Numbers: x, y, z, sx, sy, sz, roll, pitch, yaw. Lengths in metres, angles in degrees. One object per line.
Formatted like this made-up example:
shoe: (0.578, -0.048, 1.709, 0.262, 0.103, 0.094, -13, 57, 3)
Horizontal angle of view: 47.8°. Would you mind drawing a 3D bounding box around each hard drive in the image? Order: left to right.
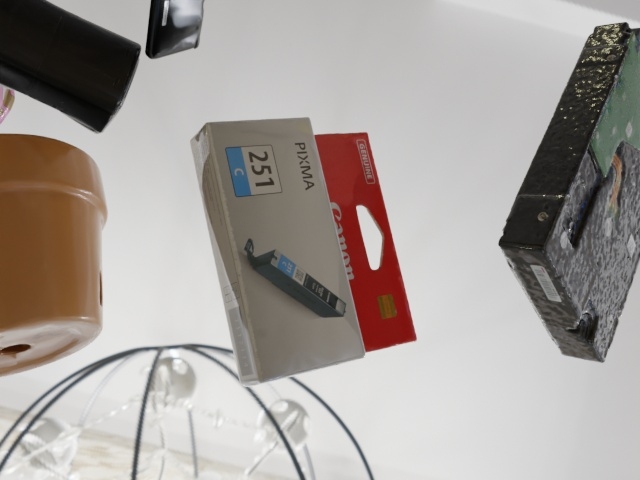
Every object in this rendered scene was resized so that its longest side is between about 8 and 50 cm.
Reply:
hard drive: (0.331, -0.058, 0.862, 0.237, 0.064, 0.339, 50, -120, -39)

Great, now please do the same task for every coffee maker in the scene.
coffee maker: (-0.299, -0.202, 0.798, 0.178, 0.171, 0.120, 22, -92, -23)

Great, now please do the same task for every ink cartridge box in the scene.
ink cartridge box: (0.000, 0.000, 0.867, 0.261, 0.066, 0.296, -8, -99, -31)

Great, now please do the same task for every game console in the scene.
game console: (-0.164, -0.281, 0.811, 0.071, 0.122, 0.107, 43, -132, 21)

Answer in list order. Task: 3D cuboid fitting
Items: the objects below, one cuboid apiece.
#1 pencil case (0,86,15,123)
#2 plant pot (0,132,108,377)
pencil case: (-0.603, -0.262, 1.027, 0.167, 0.386, 0.160, -34, -100, -1)
plant pot: (-0.380, 0.038, 0.841, 0.291, 0.291, 0.203, -19, -107, -5)
